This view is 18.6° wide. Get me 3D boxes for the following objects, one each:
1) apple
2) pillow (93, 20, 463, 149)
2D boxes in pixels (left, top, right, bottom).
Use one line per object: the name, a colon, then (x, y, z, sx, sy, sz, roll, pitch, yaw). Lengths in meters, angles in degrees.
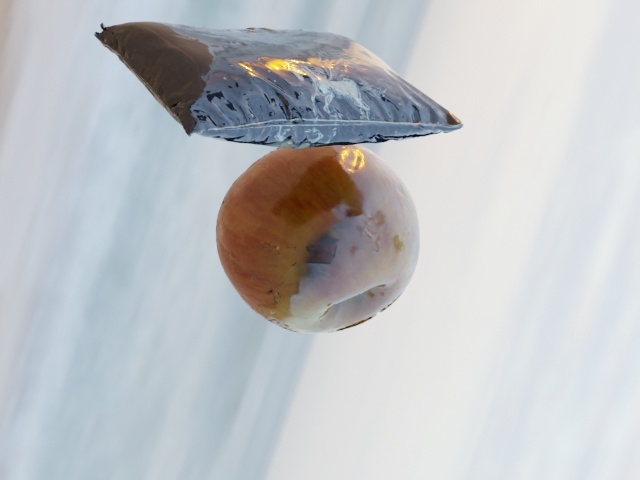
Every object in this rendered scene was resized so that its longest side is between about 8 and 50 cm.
apple: (0.000, 0.000, 1.371, 0.146, 0.146, 0.146, 19, 90, -89)
pillow: (-0.026, -0.101, 1.258, 0.141, 0.208, 0.055, 41, -57, 45)
